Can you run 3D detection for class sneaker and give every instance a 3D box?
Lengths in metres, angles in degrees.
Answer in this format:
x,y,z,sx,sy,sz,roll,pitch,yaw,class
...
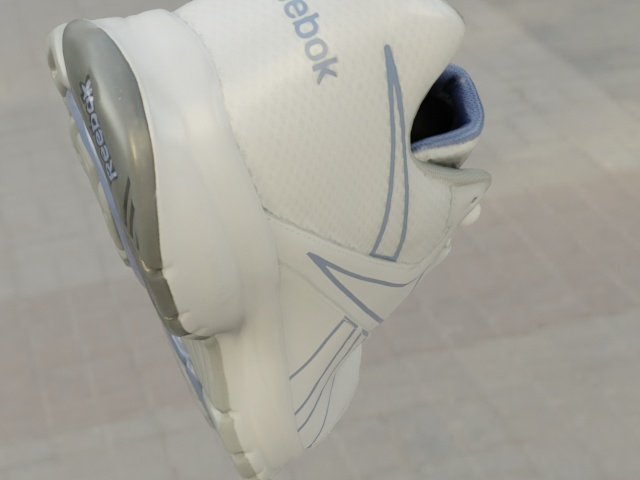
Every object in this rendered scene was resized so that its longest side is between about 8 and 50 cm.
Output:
x,y,z,sx,sy,sz,roll,pitch,yaw,class
0.000,0.000,0.662,0.129,0.111,0.297,-24,-19,-5,sneaker
